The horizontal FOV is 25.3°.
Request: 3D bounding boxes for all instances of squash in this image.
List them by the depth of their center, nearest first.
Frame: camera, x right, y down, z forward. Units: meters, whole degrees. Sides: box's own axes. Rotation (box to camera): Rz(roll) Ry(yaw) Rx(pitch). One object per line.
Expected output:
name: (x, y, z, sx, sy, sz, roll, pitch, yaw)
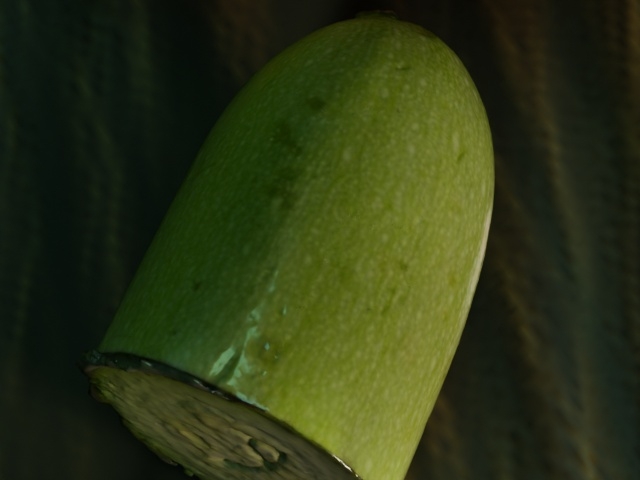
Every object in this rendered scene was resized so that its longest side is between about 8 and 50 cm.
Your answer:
squash: (0.000, 0.000, 0.513, 0.123, 0.123, 0.186, 17, 66, 12)
